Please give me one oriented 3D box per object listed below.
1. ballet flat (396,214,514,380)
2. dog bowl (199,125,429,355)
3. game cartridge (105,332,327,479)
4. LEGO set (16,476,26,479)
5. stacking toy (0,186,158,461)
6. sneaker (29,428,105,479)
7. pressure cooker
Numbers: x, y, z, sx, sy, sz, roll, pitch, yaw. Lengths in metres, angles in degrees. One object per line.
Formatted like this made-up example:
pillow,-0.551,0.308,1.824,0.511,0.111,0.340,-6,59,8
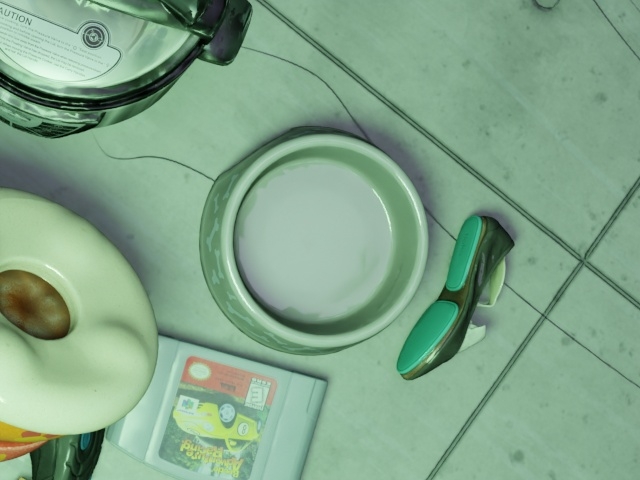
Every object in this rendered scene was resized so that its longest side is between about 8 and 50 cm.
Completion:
ballet flat,0.217,0.098,1.871,0.096,0.095,0.280,30,84,-23
dog bowl,0.000,0.000,1.818,0.349,0.102,0.349,0,90,-13
game cartridge,-0.152,0.259,1.810,0.294,0.060,0.196,16,90,-12
LEGO set,-0.496,0.462,1.730,0.132,0.107,0.287,21,79,-46
stacking toy,-0.462,0.193,1.598,0.350,0.350,0.480,39,124,-9
sneaker,-0.380,0.217,1.743,0.139,0.125,0.341,4,86,9
pressure cooker,-0.314,-0.337,1.588,0.370,0.420,0.375,-23,95,-13
